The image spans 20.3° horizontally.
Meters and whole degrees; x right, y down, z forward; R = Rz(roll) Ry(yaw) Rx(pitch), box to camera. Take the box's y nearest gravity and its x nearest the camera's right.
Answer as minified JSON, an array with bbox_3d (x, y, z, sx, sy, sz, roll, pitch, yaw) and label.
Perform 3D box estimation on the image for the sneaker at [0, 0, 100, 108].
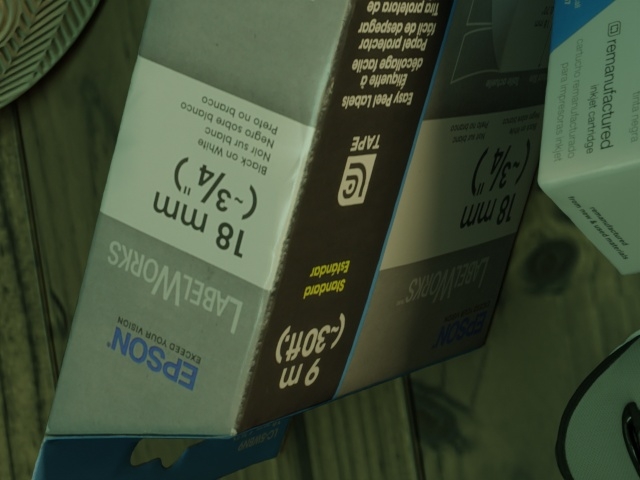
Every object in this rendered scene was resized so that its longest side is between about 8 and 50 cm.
[{"bbox_3d":[-0.185,-0.223,1.019,0.148,0.131,0.350,46,111,28],"label":"sneaker"}]

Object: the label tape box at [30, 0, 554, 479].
[{"bbox_3d":[0.000,0.000,0.846,0.106,0.240,0.333,24,108,27],"label":"label tape box"}]

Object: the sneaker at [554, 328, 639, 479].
[{"bbox_3d":[0.181,0.082,0.765,0.271,0.108,0.100,-21,94,59],"label":"sneaker"}]

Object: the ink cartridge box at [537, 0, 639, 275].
[{"bbox_3d":[0.205,-0.084,0.757,0.203,0.086,0.148,-15,51,33],"label":"ink cartridge box"}]
